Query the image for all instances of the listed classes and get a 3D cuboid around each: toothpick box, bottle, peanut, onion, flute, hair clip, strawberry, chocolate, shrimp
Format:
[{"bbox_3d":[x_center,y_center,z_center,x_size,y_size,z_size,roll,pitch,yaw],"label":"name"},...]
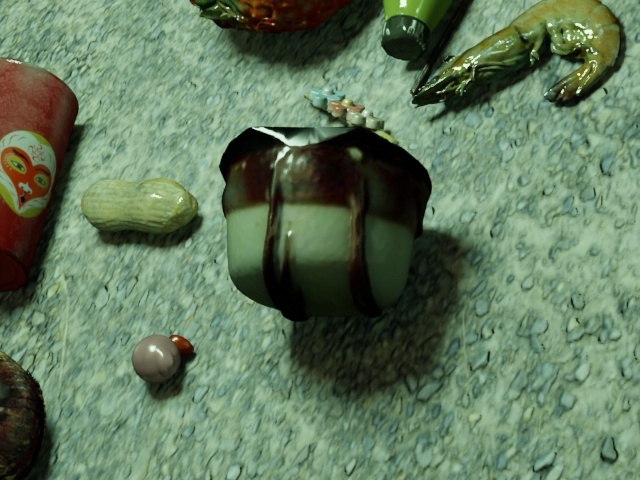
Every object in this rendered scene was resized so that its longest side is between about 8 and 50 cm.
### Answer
[{"bbox_3d":[-0.533,-0.108,1.764,0.204,0.204,0.333,-6,58,27],"label":"toothpick box"},{"bbox_3d":[0.151,-0.390,1.612,0.112,0.112,0.260,1,62,30],"label":"bottle"},{"bbox_3d":[-0.282,-0.054,1.662,0.207,0.087,0.087,2,62,30],"label":"peanut"},{"bbox_3d":[-0.505,0.261,1.524,0.246,0.190,0.246,-4,77,18],"label":"onion"},{"bbox_3d":[0.200,-0.327,1.608,0.014,0.014,0.269,19,72,37],"label":"flute"},{"bbox_3d":[0.043,-0.183,1.577,0.214,0.062,0.056,46,130,39],"label":"hair clip"},{"bbox_3d":[-0.056,-0.470,1.719,0.312,0.267,0.351,33,48,14],"label":"strawberry"},{"bbox_3d":[0.000,0.000,1.353,0.284,0.283,0.186,-8,59,25],"label":"chocolate"},{"bbox_3d":[0.274,-0.232,1.483,0.296,0.058,0.169,-32,53,4],"label":"shrimp"}]

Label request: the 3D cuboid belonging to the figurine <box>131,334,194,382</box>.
[{"bbox_3d":[-0.230,0.164,1.505,0.083,0.067,0.071,-18,31,39],"label":"figurine"}]
